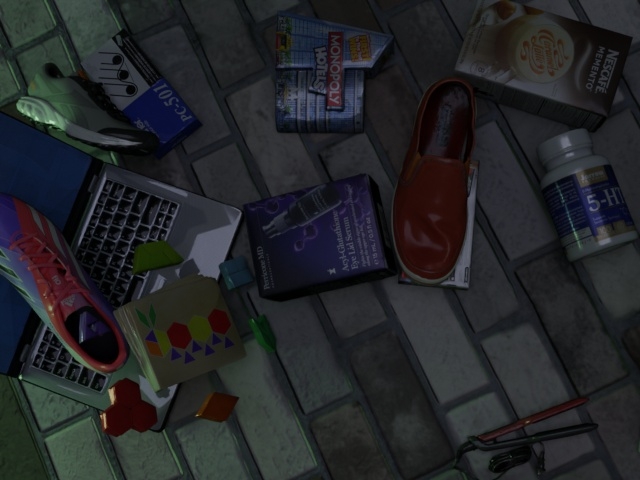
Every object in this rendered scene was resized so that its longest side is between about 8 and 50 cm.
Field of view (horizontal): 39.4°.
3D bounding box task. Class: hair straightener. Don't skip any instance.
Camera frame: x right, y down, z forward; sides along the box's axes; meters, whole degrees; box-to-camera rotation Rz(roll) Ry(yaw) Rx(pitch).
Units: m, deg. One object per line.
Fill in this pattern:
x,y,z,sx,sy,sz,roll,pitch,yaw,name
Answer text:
0.311,0.314,1.354,0.230,0.047,0.089,-20,79,1,hair straightener

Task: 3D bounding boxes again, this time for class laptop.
-0.385,0.047,1.361,0.407,0.236,0.382,19,83,8,laptop

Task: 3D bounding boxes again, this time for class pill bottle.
0.403,-0.070,1.376,0.111,0.112,0.187,-19,80,2,pill bottle

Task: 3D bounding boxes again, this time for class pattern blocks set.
-0.207,0.137,1.330,0.026,0.324,0.286,-30,72,44,pattern blocks set

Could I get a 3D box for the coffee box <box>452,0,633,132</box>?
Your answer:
0.347,-0.282,1.421,0.246,0.098,0.141,18,83,7,coffee box

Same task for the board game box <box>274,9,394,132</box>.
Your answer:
0.024,-0.277,1.468,0.194,0.060,0.194,0,81,6,board game box

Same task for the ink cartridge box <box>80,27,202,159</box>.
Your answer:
-0.300,-0.245,1.497,0.097,0.046,0.207,-38,80,0,ink cartridge box

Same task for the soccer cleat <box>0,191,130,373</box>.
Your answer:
-0.383,0.061,1.289,0.108,0.116,0.318,-39,105,-17,soccer cleat

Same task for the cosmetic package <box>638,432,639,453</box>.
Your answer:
0.583,0.099,1.275,0.161,0.230,0.454,9,81,7,cosmetic package

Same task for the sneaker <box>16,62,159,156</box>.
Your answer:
-0.372,-0.210,1.443,0.271,0.100,0.108,25,94,21,sneaker

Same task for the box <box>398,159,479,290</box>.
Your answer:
0.188,-0.029,1.425,0.114,0.036,0.207,6,81,6,box

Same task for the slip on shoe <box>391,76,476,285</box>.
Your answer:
0.178,-0.096,1.368,0.122,0.101,0.332,10,83,5,slip on shoe

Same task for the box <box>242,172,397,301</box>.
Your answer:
0.000,0.000,1.386,0.207,0.108,0.153,-15,79,11,box
